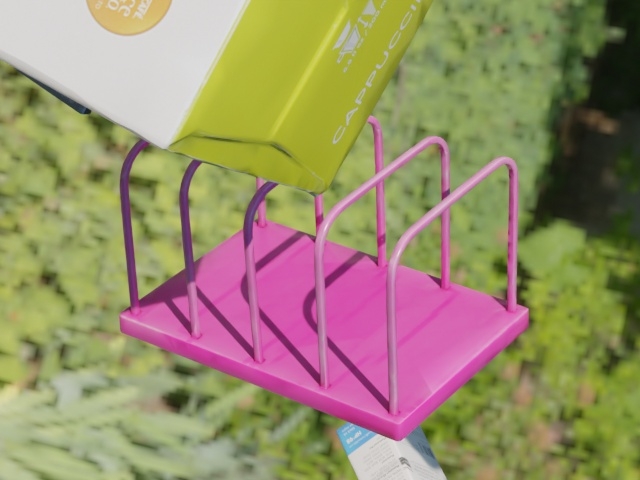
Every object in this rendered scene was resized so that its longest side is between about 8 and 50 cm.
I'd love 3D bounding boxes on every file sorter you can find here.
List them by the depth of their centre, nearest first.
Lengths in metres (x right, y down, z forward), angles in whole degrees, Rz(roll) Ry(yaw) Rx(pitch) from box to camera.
[{"bbox_3d":[0.000,0.000,1.625,0.202,0.290,0.182,-36,135,-44],"label":"file sorter"}]

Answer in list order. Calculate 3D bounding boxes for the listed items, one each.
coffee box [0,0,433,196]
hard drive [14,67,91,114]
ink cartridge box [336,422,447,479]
[{"bbox_3d":[-0.094,-0.257,1.218,0.337,0.334,0.338,-61,165,4],"label":"coffee box"},{"bbox_3d":[-0.237,-0.205,1.924,0.022,0.094,0.135,-7,127,-63],"label":"hard drive"},{"bbox_3d":[0.096,0.274,2.115,0.104,0.060,0.180,32,27,-52],"label":"ink cartridge box"}]
